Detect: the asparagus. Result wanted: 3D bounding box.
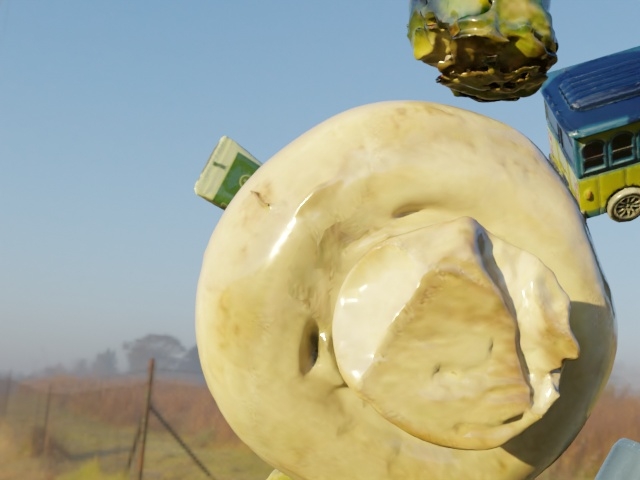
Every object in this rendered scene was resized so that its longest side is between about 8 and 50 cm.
[{"bbox_3d":[0.133,-0.292,0.787,0.108,0.382,0.128,8,-23,-7],"label":"asparagus"}]

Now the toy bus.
[{"bbox_3d":[0.430,-0.149,1.173,0.287,0.138,0.175,-16,-49,4],"label":"toy bus"}]

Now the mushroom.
[{"bbox_3d":[0.063,0.061,0.630,0.297,0.298,0.290,6,11,-6],"label":"mushroom"}]

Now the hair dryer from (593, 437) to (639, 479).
[{"bbox_3d":[0.298,0.248,0.857,0.073,0.131,0.236,31,-11,5],"label":"hair dryer"}]

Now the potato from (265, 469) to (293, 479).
[{"bbox_3d":[-0.034,0.428,1.688,0.188,0.105,0.085,-33,-16,34],"label":"potato"}]

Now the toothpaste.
[{"bbox_3d":[0.000,0.000,1.324,0.392,0.099,0.061,34,-30,-20],"label":"toothpaste"}]
